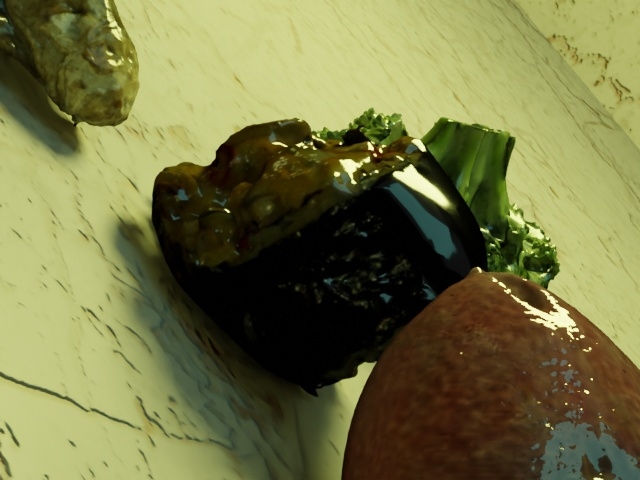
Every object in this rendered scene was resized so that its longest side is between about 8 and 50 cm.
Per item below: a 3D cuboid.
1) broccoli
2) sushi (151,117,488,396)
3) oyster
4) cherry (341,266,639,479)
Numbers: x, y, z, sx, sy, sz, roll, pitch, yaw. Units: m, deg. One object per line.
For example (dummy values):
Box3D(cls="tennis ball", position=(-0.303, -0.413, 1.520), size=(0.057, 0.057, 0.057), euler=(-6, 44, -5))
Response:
Box3D(cls="broccoli", position=(0.100, -0.025, 1.614), size=(0.198, 0.226, 0.176), euler=(-68, 158, -72))
Box3D(cls="sushi", position=(-0.001, 0.001, 1.339), size=(0.204, 0.213, 0.200), euler=(62, -5, 0))
Box3D(cls="oyster", position=(-0.252, -0.206, 1.336), size=(0.294, 0.094, 0.166), euler=(33, 31, -24))
Box3D(cls="cherry", position=(0.129, 0.168, 1.175), size=(0.261, 0.221, 0.307), euler=(-1, 69, -45))
